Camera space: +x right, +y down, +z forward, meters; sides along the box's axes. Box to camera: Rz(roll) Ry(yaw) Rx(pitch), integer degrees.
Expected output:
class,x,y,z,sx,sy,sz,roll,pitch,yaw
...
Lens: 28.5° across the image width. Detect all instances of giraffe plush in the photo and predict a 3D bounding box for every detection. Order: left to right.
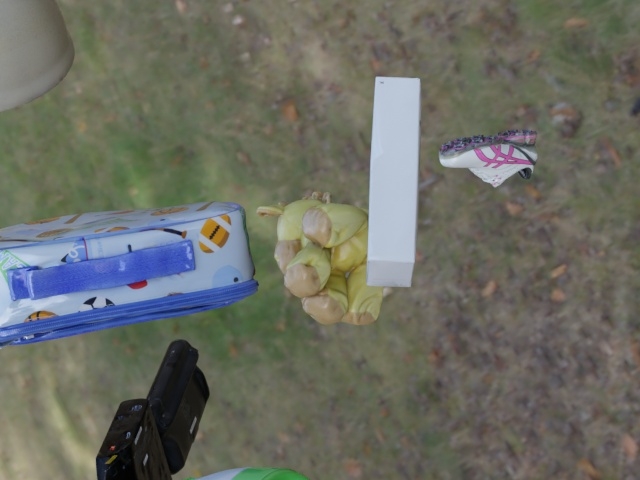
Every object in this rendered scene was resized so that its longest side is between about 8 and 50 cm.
class,x,y,z,sx,sy,sz,roll,pitch,yaw
giraffe plush,0.000,0.000,1.698,0.170,0.210,0.181,14,152,45

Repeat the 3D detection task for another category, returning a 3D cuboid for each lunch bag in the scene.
class,x,y,z,sx,sy,sz,roll,pitch,yaw
lunch bag,-0.221,0.033,1.245,0.243,0.303,0.114,-168,68,-74

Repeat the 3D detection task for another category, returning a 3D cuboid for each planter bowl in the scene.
class,x,y,z,sx,sy,sz,roll,pitch,yaw
planter bowl,-0.314,-0.205,1.143,0.162,0.162,0.109,40,148,37

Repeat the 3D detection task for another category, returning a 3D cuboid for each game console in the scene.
class,x,y,z,sx,sy,sz,roll,pitch,yaw
game console,-0.192,0.260,1.560,0.361,0.044,0.213,-74,-25,-63

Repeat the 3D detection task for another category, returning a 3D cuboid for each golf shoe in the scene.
class,x,y,z,sx,sy,sz,roll,pitch,yaw
golf shoe,0.262,-0.122,1.932,0.067,0.186,0.086,12,108,57

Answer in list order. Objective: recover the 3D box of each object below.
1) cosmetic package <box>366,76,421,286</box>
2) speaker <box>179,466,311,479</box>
class,x,y,z,sx,sy,sz,roll,pitch,yaw
cosmetic package,0.090,-0.071,1.536,0.099,0.060,0.239,81,-168,-70
speaker,-0.129,0.246,0.888,0.297,0.131,0.131,-22,92,31
